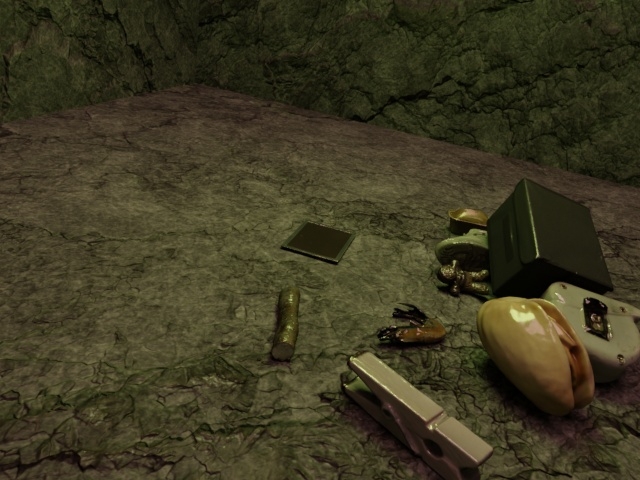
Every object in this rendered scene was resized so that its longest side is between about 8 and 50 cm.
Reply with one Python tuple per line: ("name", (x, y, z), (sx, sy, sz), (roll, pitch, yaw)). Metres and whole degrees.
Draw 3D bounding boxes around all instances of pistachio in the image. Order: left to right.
("pistachio", (0.492, 0.256, 1.279), (0.193, 0.214, 0.318), (-1, 45, -26))

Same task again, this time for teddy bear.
("teddy bear", (0.433, 0.121, 1.694), (0.160, 0.078, 0.120), (15, 59, -5))

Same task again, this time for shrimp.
("shrimp", (0.224, 0.218, 1.440), (0.219, 0.046, 0.152), (-1, 28, -29))

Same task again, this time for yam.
("yam", (-0.081, 0.199, 1.357), (0.061, 0.061, 0.253), (8, 26, -3))

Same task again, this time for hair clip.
("hair clip", (0.182, 0.349, 1.099), (0.330, 0.101, 0.085), (32, 28, 35))

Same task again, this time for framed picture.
("framed picture", (0.000, 0.000, 1.852), (0.196, 0.014, 0.252), (16, 26, 12))

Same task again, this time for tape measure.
("tape measure", (0.699, 0.233, 1.425), (0.258, 0.130, 0.265), (21, 42, 0))

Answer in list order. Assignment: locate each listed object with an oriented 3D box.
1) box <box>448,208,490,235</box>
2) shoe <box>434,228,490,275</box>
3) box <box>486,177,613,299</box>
("box", (0.575, -0.072, 2.108), (0.177, 0.111, 0.111), (11, 25, 3))
("shoe", (0.515, 0.035, 1.845), (0.341, 0.132, 0.211), (6, 23, -19))
("box", (0.666, 0.032, 1.638), (0.251, 0.205, 0.345), (22, 45, -8))
